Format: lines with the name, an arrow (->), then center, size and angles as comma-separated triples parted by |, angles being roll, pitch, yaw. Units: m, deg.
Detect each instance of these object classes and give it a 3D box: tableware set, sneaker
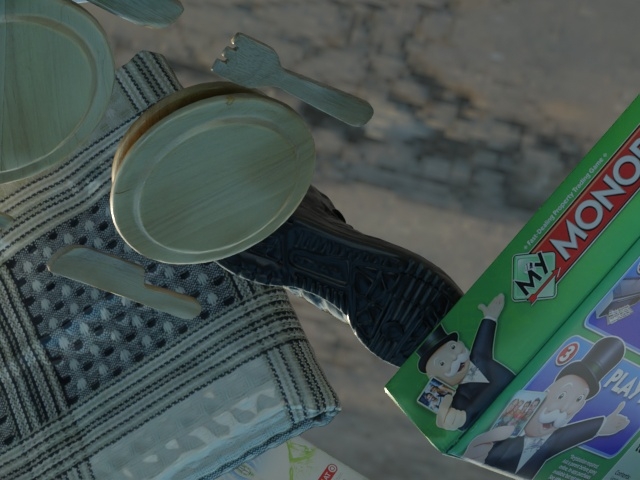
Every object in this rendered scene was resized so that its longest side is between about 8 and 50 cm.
tableware set -> -0.085, -0.047, 0.763 | 0.194, 0.039, 0.128 | 24, 116, -43
sneaker -> -0.001, 0.002, 0.944 | 0.170, 0.051, 0.089 | 27, -167, -8

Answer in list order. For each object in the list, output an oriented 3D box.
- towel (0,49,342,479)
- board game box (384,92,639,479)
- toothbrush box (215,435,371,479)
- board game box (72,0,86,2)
towel -> -0.189, 0.060, 1.318 | 0.324, 0.312, 0.056 | -29, 154, 5
board game box -> 0.185, 0.032, 0.901 | 0.046, 0.213, 0.317 | 46, -169, 34
toothbrush box -> 0.006, 0.302, 1.552 | 0.283, 0.206, 0.122 | 31, 150, 12
board game box -> -0.271, -0.286, 1.579 | 0.389, 0.050, 0.390 | -6, 162, 6
